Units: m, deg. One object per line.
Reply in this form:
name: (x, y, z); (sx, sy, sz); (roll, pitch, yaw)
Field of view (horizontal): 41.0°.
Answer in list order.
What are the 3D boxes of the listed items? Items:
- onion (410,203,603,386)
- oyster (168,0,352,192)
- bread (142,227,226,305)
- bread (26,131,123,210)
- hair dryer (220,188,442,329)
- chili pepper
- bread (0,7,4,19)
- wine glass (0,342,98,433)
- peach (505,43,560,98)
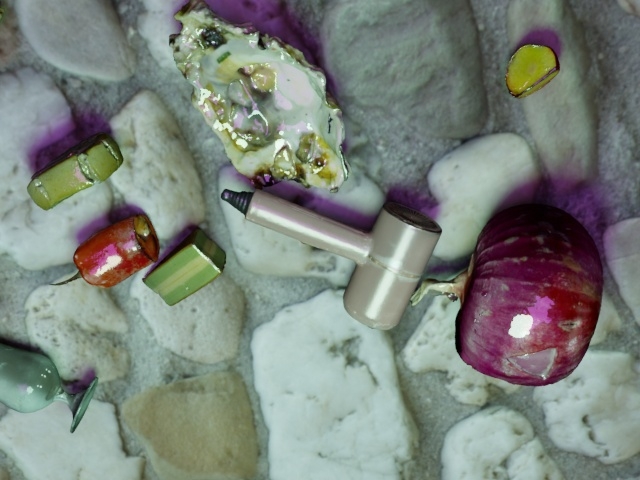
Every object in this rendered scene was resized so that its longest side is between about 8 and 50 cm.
onion: (0.320, 0.069, 1.310); (0.272, 0.256, 0.230); (-1, 122, -16)
oyster: (-0.081, -0.222, 1.299); (0.201, 0.107, 0.354); (-19, 120, 27)
bread: (-0.226, 0.057, 1.385); (0.139, 0.084, 0.074); (-40, 104, 12)
bread: (-0.380, -0.106, 1.315); (0.156, 0.117, 0.064); (-29, 107, 9)
hair dryer: (0.000, 0.000, 1.354); (0.344, 0.107, 0.189); (21, 108, -7)
chili pepper: (-0.353, 0.032, 1.379); (0.192, 0.084, 0.086); (-26, 73, 5)
bread: (-0.598, -0.411, 1.184); (0.314, 0.191, 0.370); (31, 103, -9)
wine glass: (-0.499, 0.232, 1.431); (0.231, 0.103, 0.103); (24, 106, -3)
peach: (0.323, -0.254, 1.303); (0.077, 0.050, 0.083); (15, 98, 19)
